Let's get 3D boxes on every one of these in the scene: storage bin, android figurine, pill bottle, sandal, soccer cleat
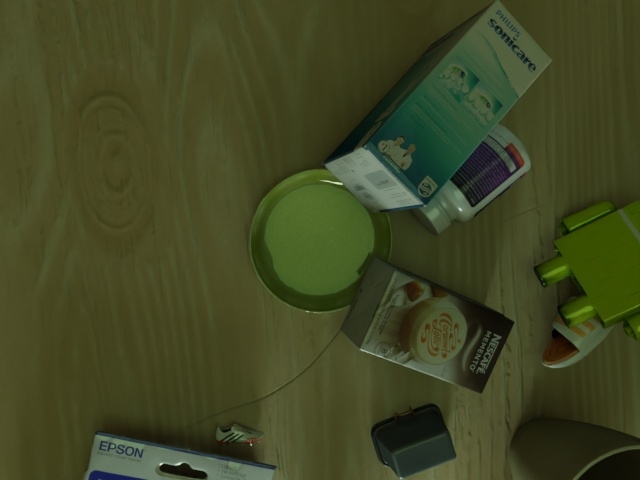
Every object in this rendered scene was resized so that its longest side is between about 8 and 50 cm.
[{"bbox_3d":[0.166,0.348,1.118,0.135,0.091,0.098,-18,99,-8],"label":"storage bin"},{"bbox_3d":[0.512,0.037,1.082,0.273,0.056,0.248,-28,57,7],"label":"android figurine"},{"bbox_3d":[0.243,-0.098,1.073,0.193,0.108,0.108,-39,100,-4],"label":"pill bottle"},{"bbox_3d":[0.479,0.120,1.145,0.265,0.102,0.076,-39,96,-8],"label":"sandal"},{"bbox_3d":[-0.138,0.328,1.098,0.083,0.029,0.035,-2,100,-4],"label":"soccer cleat"}]

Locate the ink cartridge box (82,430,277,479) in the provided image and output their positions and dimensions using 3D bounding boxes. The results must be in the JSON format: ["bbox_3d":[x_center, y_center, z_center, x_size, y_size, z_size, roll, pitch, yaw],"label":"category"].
[{"bbox_3d":[-0.256,0.482,1.078,0.304,0.072,0.307,15,91,-9],"label":"ink cartridge box"}]

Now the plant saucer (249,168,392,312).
[{"bbox_3d":[0.000,0.000,1.080,0.241,0.037,0.240,-1,97,-10],"label":"plant saucer"}]

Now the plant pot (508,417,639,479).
[{"bbox_3d":[0.432,0.409,1.074,0.257,0.274,0.256,-1,96,-10],"label":"plant pot"}]

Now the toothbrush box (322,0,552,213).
[{"bbox_3d":[0.166,-0.191,0.979,0.126,0.216,0.295,43,79,-11],"label":"toothbrush box"}]

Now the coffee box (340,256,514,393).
[{"bbox_3d":[0.179,0.142,1.074,0.247,0.098,0.141,22,93,-21],"label":"coffee box"}]
